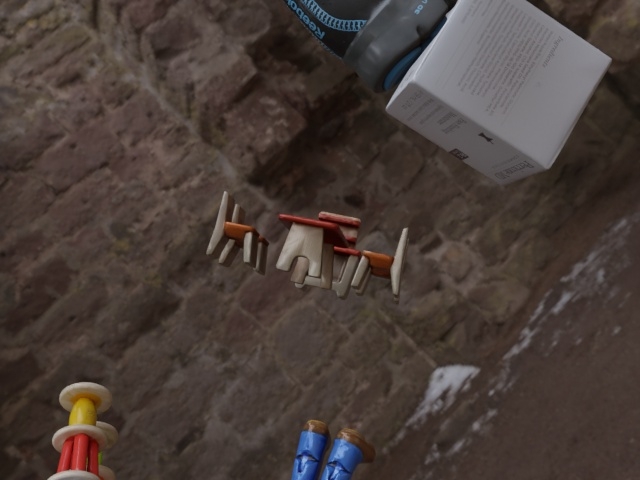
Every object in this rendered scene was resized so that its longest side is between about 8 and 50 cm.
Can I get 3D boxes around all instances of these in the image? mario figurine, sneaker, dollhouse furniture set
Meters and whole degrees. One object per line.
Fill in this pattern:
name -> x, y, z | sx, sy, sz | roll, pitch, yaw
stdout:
mario figurine -> -0.024, 0.461, 1.190 | 0.198, 0.170, 0.321 | -26, 32, 55
sneaker -> 0.085, -0.283, 0.648 | 0.341, 0.139, 0.125 | -58, 6, -34
dollhouse furniture set -> 0.000, 0.000, 1.093 | 0.259, 0.262, 0.135 | 58, -136, -77

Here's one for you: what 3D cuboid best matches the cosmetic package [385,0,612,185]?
cosmetic package -> 0.203, -0.181, 0.886 | 0.151, 0.183, 0.151 | -58, 3, -6

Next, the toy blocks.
toy blocks -> -0.234, 0.235, 0.738 | 0.148, 0.054, 0.123 | -99, 12, -47
